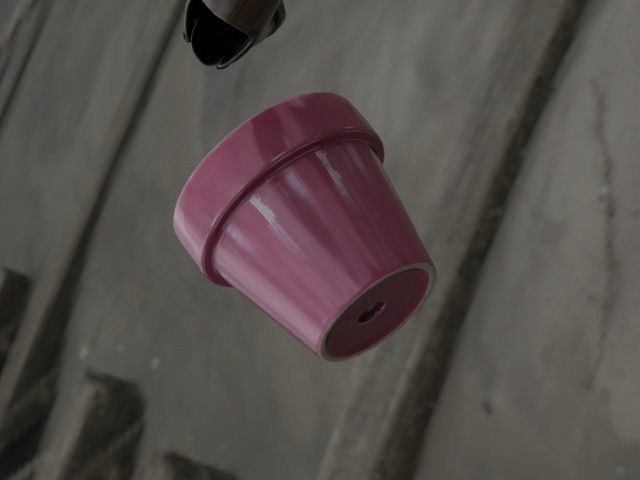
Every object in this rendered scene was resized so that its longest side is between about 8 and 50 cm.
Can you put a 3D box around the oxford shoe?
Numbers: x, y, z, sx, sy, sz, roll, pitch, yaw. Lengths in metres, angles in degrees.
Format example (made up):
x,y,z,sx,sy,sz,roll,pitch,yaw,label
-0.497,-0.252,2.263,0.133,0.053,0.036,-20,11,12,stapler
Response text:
x,y,z,sx,sy,sz,roll,pitch,yaw,label
-0.079,-0.183,1.408,0.096,0.083,0.227,-54,2,-8,oxford shoe

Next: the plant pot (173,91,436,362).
x,y,z,sx,sy,sz,roll,pitch,yaw,label
0.000,0.000,1.545,0.180,0.201,0.201,50,122,24,plant pot
